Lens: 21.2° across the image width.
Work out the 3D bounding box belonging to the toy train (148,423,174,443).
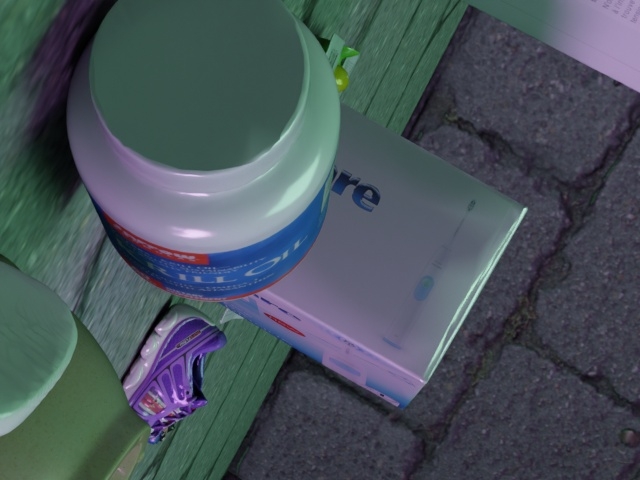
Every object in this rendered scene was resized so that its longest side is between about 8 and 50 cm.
[{"bbox_3d":[-0.160,0.173,1.697,0.036,0.027,0.158,-54,174,-20],"label":"toy train"}]

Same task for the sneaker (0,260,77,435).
[{"bbox_3d":[-0.177,0.081,0.631,0.212,0.080,0.094,-40,167,-48],"label":"sneaker"}]

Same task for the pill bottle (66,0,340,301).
[{"bbox_3d":[-0.053,-0.047,0.801,0.124,0.124,0.221,-59,175,-10],"label":"pill bottle"}]

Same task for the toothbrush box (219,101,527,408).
[{"bbox_3d":[0.000,0.000,1.123,0.126,0.216,0.295,-59,176,-8],"label":"toothbrush box"}]

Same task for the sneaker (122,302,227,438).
[{"bbox_3d":[-0.136,0.137,1.442,0.170,0.071,0.068,-60,176,13],"label":"sneaker"}]

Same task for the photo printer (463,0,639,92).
[{"bbox_3d":[0.175,-0.222,1.014,0.107,0.307,0.256,-58,172,-37],"label":"photo printer"}]

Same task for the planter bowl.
[{"bbox_3d":[-0.149,0.102,0.806,0.162,0.109,0.162,-59,176,-6],"label":"planter bowl"}]

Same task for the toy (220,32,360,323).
[{"bbox_3d":[-0.040,-0.054,1.366,0.237,0.056,0.137,-65,172,3],"label":"toy"}]
